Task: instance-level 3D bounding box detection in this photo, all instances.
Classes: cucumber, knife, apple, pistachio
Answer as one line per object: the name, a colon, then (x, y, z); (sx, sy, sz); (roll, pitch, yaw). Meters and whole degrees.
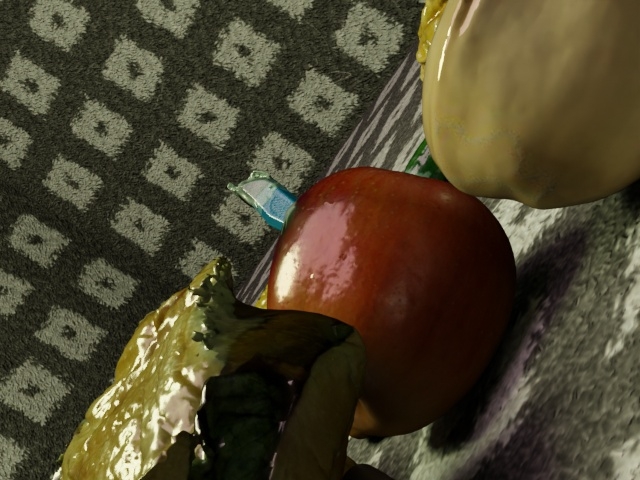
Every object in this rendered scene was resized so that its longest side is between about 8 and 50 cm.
cucumber: (0.155, -0.117, 1.421); (0.250, 0.056, 0.056); (-57, 6, -1)
knife: (0.001, 0.001, 1.248); (0.044, 0.296, 0.026); (-43, -38, -9)
apple: (0.049, 0.047, 0.869); (0.199, 0.199, 0.199); (-57, 6, 9)
pistachio: (0.177, -0.156, 0.765); (0.299, 0.187, 0.187); (-61, 5, 5)

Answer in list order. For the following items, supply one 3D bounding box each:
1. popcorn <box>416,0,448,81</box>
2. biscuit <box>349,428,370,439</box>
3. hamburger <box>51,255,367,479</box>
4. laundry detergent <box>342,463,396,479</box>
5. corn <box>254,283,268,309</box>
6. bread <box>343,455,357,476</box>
popcorn: (0.193, -0.274, 1.535); (0.194, 0.140, 0.163); (-56, 0, 33)
biscuit: (0.079, 0.085, 1.053); (0.212, 0.036, 0.212); (-56, 7, 11)
hamburger: (-0.082, 0.154, 0.725); (0.265, 0.134, 0.285); (-45, 17, 48)
laundry detergent: (-0.003, 0.249, 0.691); (0.237, 0.076, 0.171); (-60, 5, -6)
corn: (-0.020, 0.106, 1.283); (0.387, 0.144, 0.144); (-59, 6, -23)
bread: (-0.072, 0.255, 0.915); (0.253, 0.142, 0.227); (-59, -1, 3)
